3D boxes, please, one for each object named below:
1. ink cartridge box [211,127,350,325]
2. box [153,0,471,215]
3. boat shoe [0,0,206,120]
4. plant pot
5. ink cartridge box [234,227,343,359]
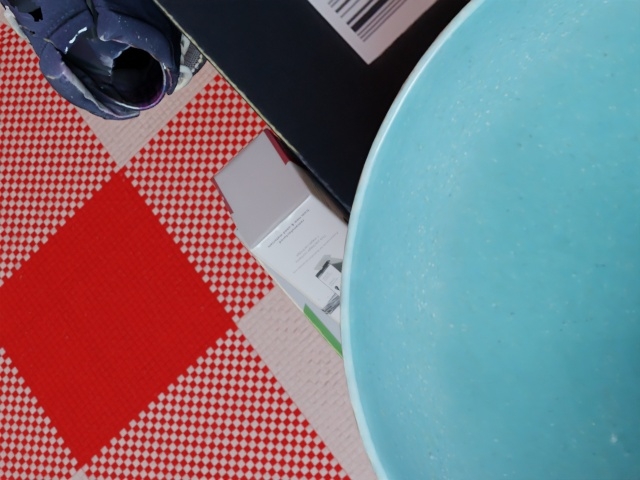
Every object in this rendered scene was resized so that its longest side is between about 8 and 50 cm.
[{"bbox_3d":[0.000,0.000,1.044,0.135,0.056,0.099,41,-170,-36],"label":"ink cartridge box"},{"bbox_3d":[0.072,-0.222,1.205,0.480,0.297,0.472,47,-168,5],"label":"box"},{"bbox_3d":[-0.155,-0.152,1.223,0.158,0.127,0.340,60,-167,20],"label":"boat shoe"},{"bbox_3d":[0.181,0.028,0.630,0.195,0.290,0.290,16,-149,-53],"label":"plant pot"},{"bbox_3d":[0.073,0.035,1.373,0.201,0.117,0.278,49,-168,17],"label":"ink cartridge box"}]
